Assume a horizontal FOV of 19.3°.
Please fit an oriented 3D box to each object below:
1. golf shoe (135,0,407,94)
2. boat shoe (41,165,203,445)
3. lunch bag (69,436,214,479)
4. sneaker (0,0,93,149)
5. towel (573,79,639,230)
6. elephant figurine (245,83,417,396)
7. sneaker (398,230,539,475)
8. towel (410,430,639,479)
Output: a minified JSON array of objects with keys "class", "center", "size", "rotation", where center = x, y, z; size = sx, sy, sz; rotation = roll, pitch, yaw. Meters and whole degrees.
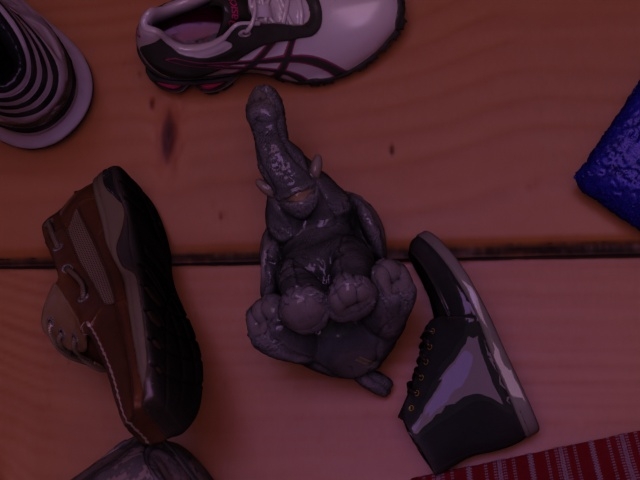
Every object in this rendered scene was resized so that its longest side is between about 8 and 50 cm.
[{"class":"golf shoe","center":[-0.049,-0.209,1.863],"size":[0.273,0.120,0.105],"rotation":[-12,76,3]},{"class":"boat shoe","center":[-0.197,0.070,1.784],"size":[0.120,0.122,0.324],"rotation":[-27,42,9]},{"class":"lunch bag","center":[-0.216,0.325,1.705],"size":[0.305,0.256,0.212],"rotation":[-35,77,-1]},{"class":"sneaker","center":[-0.424,-0.279,1.847],"size":[0.447,0.257,0.169],"rotation":[37,85,12]},{"class":"towel","center":[0.427,-0.069,1.801],"size":[0.308,0.076,0.227],"rotation":[32,83,11]},{"class":"elephant figurine","center":[0.000,0.000,1.806],"size":[0.169,0.186,0.239],"rotation":[6,47,-26]},{"class":"sneaker","center":[0.109,0.106,1.798],"size":[0.118,0.083,0.222],"rotation":[-25,78,-2]},{"class":"towel","center":[0.221,0.248,1.717],"size":[0.275,0.199,0.031],"rotation":[-12,112,4]}]
